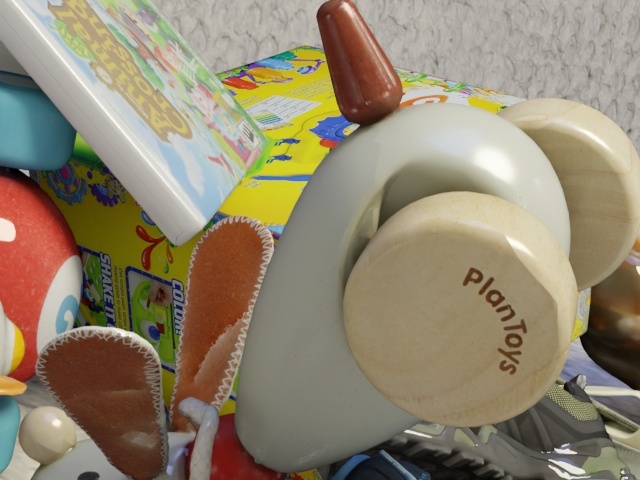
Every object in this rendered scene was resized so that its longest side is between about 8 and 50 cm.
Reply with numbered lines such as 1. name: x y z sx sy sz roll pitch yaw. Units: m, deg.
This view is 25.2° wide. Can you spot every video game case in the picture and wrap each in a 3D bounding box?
1. video game case: -0.118 -0.109 0.806 0.212 0.023 0.193 51 17 -8

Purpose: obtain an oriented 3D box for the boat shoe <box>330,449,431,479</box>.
1. boat shoe: 0.032 0.172 0.565 0.089 0.109 0.258 2 24 10

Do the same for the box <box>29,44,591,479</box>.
1. box: 0.000 0.000 1.008 0.279 0.177 0.290 19 31 37

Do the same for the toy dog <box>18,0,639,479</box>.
1. toy dog: -0.028 0.026 0.600 0.161 0.334 0.220 54 7 -4

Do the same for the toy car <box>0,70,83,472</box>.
1. toy car: -0.193 0.040 0.683 0.210 0.219 0.238 6 15 -31

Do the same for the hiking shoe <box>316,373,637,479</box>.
1. hiking shoe: 0.083 0.111 0.869 0.227 0.086 0.114 15 42 -32

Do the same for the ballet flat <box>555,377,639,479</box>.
1. ballet flat: 0.235 0.146 1.007 0.213 0.068 0.072 18 12 32

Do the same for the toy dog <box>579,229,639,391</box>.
1. toy dog: 0.388 0.021 1.103 0.408 0.395 0.284 -21 6 32

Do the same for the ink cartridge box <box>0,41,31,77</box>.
1. ink cartridge box: -0.324 -0.077 0.948 0.207 0.119 0.353 -21 1 -34
